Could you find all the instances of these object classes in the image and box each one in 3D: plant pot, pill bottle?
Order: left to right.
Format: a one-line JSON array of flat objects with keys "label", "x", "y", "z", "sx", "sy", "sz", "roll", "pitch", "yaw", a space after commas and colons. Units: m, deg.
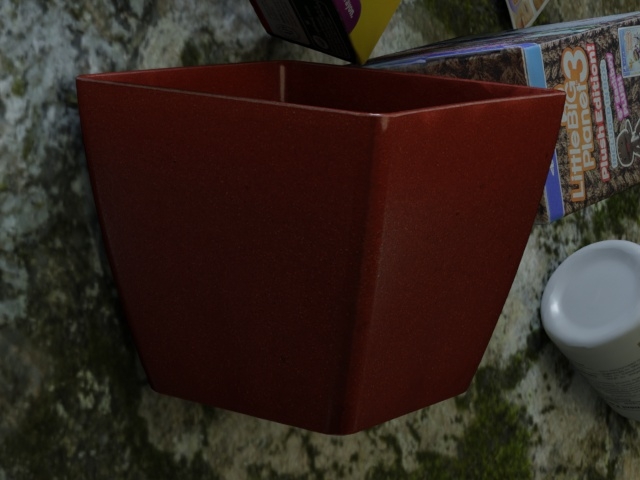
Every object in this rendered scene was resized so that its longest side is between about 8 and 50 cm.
[{"label": "plant pot", "x": 0.000, "y": 0.000, "z": 1.399, "sx": 0.267, "sy": 0.267, "sz": 0.236, "roll": -13, "pitch": 108, "yaw": -54}, {"label": "pill bottle", "x": 0.330, "y": 0.111, "z": 1.937, "sx": 0.229, "sy": 0.131, "sz": 0.131, "roll": 46, "pitch": 51, "yaw": -42}]

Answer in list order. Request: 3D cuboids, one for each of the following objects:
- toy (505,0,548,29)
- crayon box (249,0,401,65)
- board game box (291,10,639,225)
[{"label": "toy", "x": 0.238, "y": -0.319, "z": 1.919, "sx": 0.237, "sy": 0.056, "sz": 0.137, "roll": -49, "pitch": 126, "yaw": -45}, {"label": "crayon box", "x": 0.023, "y": -0.358, "z": 1.423, "sx": 0.313, "sy": 0.106, "sz": 0.363, "roll": -62, "pitch": 156, "yaw": -16}, {"label": "board game box", "x": 0.152, "y": -0.102, "z": 1.625, "sx": 0.291, "sy": 0.232, "sz": 0.141, "roll": -20, "pitch": 103, "yaw": -53}]
